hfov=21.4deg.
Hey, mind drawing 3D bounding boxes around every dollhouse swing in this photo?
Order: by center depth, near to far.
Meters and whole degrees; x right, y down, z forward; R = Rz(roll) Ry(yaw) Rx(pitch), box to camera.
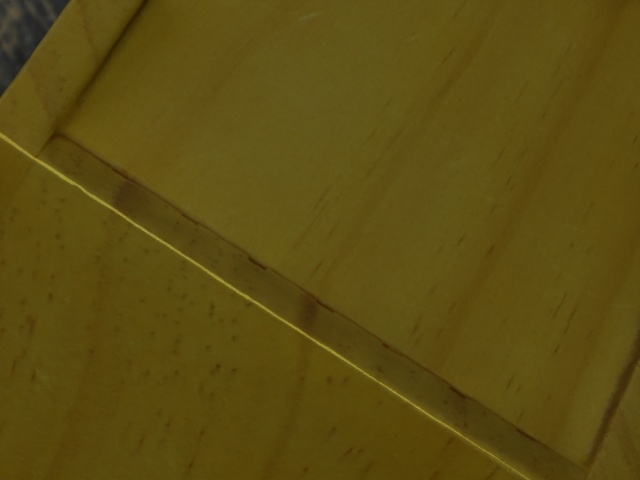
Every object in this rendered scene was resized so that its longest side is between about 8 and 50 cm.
[{"bbox_3d":[0.000,0.000,0.916,0.347,0.305,0.315,33,133,-7],"label":"dollhouse swing"}]
